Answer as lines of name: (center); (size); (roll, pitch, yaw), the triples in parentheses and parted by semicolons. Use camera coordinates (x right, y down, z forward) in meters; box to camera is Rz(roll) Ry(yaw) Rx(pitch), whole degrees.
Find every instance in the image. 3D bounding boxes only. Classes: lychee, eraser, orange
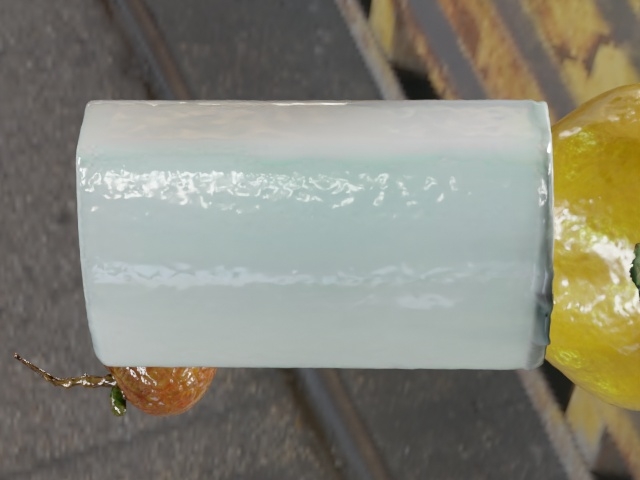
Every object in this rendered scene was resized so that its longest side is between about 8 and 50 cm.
lychee: (-0.140, 0.088, 1.476); (0.114, 0.140, 0.101); (56, 25, -2)
eraser: (0.000, 0.000, 1.169); (0.290, 0.189, 0.104); (1, 45, 1)
orange: (0.286, 0.005, 1.558); (0.279, 0.279, 0.235); (-26, 19, -25)

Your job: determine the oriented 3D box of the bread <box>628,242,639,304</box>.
bread: (0.233, 0.107, 1.129); (0.033, 0.228, 0.228); (-17, 51, 12)
